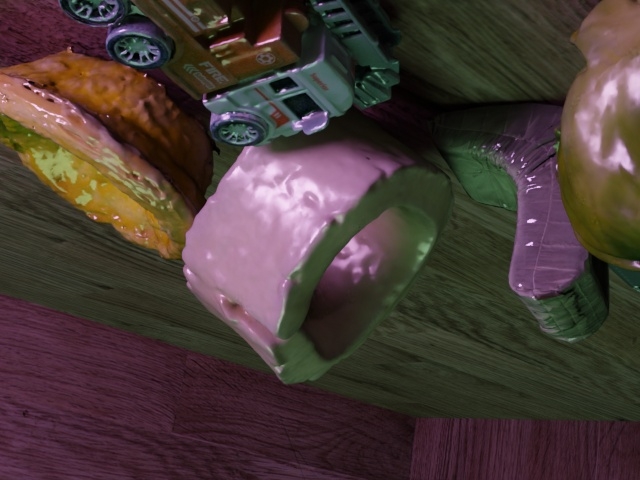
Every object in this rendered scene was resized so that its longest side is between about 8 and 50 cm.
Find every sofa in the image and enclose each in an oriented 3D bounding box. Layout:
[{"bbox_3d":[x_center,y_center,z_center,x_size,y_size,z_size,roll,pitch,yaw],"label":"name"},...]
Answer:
[{"bbox_3d":[0.222,-0.015,1.057,0.176,0.225,0.210,-2,162,23],"label":"sofa"}]

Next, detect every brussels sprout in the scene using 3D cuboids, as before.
[{"bbox_3d":[0.320,-0.098,0.736,0.259,0.227,0.294,10,132,-38],"label":"brussels sprout"}]

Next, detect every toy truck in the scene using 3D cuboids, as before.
[{"bbox_3d":[-0.056,-0.196,0.792,0.184,0.133,0.338,-11,153,27],"label":"toy truck"}]

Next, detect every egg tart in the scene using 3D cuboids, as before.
[{"bbox_3d":[-0.240,-0.107,1.078,0.345,0.132,0.345,28,164,9],"label":"egg tart"}]

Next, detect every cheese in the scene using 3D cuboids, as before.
[{"bbox_3d":[0.000,0.004,1.047,0.153,0.292,0.332,40,179,23],"label":"cheese"}]

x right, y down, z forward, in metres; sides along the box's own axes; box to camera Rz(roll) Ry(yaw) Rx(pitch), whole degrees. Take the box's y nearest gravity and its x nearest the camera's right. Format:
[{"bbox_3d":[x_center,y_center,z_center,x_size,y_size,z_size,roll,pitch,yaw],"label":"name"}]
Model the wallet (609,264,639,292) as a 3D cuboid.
[{"bbox_3d":[0.544,0.005,1.196,0.360,0.083,0.252,-4,153,38],"label":"wallet"}]
